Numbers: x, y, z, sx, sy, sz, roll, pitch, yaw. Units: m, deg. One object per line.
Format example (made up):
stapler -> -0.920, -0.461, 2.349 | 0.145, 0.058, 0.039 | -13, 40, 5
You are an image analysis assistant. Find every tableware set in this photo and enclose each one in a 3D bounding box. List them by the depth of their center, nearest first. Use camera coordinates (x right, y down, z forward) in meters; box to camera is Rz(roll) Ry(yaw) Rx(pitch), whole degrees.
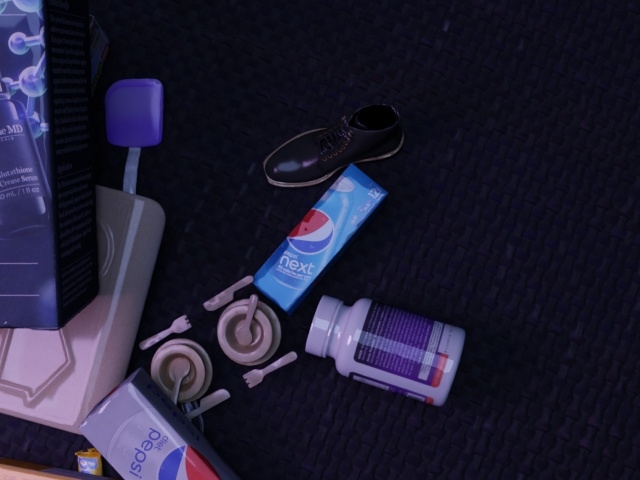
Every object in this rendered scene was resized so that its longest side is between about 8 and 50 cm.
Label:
tableware set -> -0.141, 0.147, 1.447 | 0.194, 0.039, 0.128 | -31, 85, 12

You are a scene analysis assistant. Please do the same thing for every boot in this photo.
boot -> 0.014, -0.135, 1.483 | 0.198, 0.137, 0.077 | -21, 80, 0

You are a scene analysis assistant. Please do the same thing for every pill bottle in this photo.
pill bottle -> 0.083, 0.138, 1.448 | 0.193, 0.108, 0.108 | 18, 82, 5

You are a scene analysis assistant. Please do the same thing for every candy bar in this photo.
candy bar -> -0.304, 0.356, 1.474 | 0.040, 0.018, 0.161 | -5, 81, 2

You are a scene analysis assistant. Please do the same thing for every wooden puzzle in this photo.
wooden puzzle -> -0.408, 0.065, 1.490 | 0.348, 0.080, 0.322 | 14, 87, 2

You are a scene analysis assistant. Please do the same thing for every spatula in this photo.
spatula -> -0.264, -0.078, 1.540 | 0.084, 0.030, 0.296 | 1, 81, 4

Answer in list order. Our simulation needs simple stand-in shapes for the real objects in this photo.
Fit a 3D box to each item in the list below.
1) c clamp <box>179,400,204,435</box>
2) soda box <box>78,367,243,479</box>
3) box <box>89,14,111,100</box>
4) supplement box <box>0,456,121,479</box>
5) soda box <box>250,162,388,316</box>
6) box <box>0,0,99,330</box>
c clamp -> -0.226, 0.230, 1.493 | 0.160, 0.022, 0.137 | -23, 85, -3
soda box -> -0.172, 0.301, 1.401 | 0.091, 0.098, 0.286 | -41, 94, 2
box -> -0.347, -0.199, 1.522 | 0.036, 0.114, 0.207 | 16, 82, 5
supplement box -> -0.379, 0.331, 1.441 | 0.233, 0.080, 0.078 | 9, 83, 12
soda box -> 0.000, 0.000, 1.493 | 0.067, 0.071, 0.210 | 39, 84, 8
box -> -0.435, -0.103, 1.320 | 0.293, 0.212, 0.395 | -1, 98, 2
